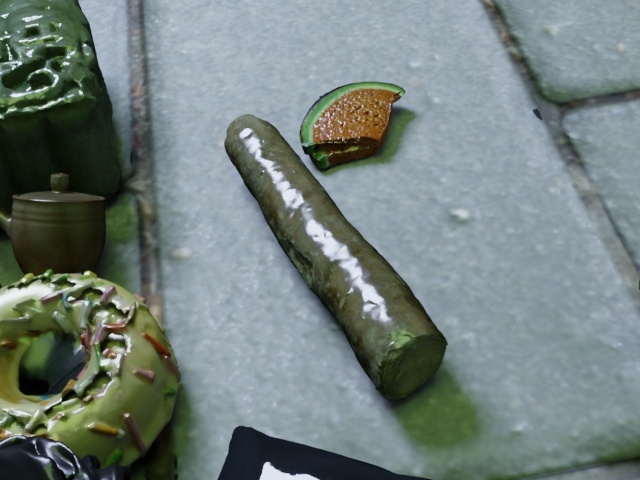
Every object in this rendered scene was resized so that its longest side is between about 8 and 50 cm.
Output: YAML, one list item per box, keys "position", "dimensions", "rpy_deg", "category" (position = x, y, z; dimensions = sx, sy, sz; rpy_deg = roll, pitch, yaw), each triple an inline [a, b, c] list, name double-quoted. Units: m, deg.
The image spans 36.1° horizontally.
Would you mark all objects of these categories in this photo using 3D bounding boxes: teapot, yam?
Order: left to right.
- position: [-0.210, -0.011, 0.724]
  dimensions: [0.110, 0.080, 0.085]
  rpy_deg: [4, 7, 6]
  category: "teapot"
- position: [0.000, 0.000, 0.698]
  dimensions: [0.061, 0.061, 0.274]
  rpy_deg: [-24, 47, -15]
  category: "yam"

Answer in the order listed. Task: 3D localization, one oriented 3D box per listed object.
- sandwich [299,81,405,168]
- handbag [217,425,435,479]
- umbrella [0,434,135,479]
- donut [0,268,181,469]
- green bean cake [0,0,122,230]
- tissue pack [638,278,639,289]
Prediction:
- position: [0.023, -0.096, 0.812]
  dimensions: [0.069, 0.026, 0.101]
  rpy_deg: [15, 53, 15]
  category: "sandwich"
- position: [0.007, 0.213, 0.472]
  dimensions: [0.211, 0.089, 0.254]
  rpy_deg: [6, 48, 21]
  category: "handbag"
- position: [-0.259, 0.187, 0.524]
  dimensions: [0.340, 0.118, 0.118]
  rpy_deg: [-12, 46, 2]
  category: "umbrella"
- position: [-0.177, 0.089, 0.630]
  dimensions: [0.174, 0.068, 0.175]
  rpy_deg: [-4, 45, 4]
  category: "donut"
- position: [-0.286, -0.112, 0.806]
  dimensions: [0.222, 0.125, 0.227]
  rpy_deg: [-18, 42, -11]
  category: "green bean cake"
- position: [0.413, 0.006, 0.505]
  dimensions: [0.264, 0.253, 0.416]
  rpy_deg: [-34, 50, -23]
  category: "tissue pack"
